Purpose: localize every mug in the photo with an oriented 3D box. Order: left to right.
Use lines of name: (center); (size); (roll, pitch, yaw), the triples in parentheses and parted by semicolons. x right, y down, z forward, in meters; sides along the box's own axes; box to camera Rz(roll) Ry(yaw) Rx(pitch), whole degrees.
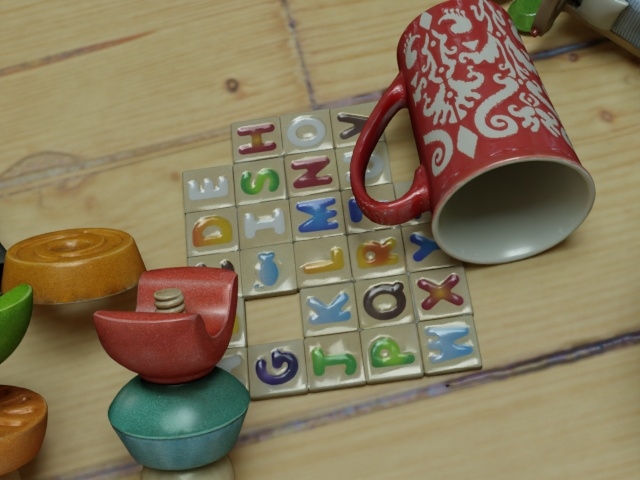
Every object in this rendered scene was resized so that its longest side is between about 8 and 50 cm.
mug: (0.099, -0.085, 0.833); (0.150, 0.113, 0.169); (3, 51, -19)

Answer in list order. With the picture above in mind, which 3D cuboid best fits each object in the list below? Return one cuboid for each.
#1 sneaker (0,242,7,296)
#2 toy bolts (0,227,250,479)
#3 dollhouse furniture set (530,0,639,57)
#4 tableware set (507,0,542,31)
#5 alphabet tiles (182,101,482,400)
sneaker: (-0.334, 0.031, 0.837); (0.222, 0.083, 0.118); (-32, 60, -14)
toy bolts: (-0.145, 0.097, 0.773); (0.228, 0.159, 0.218); (3, 17, 20)
dollhouse furniture set: (0.252, -0.205, 0.836); (0.129, 0.184, 0.129); (34, 68, 11)
tableware set: (0.160, -0.237, 0.980); (0.104, 0.024, 0.154); (-33, 61, -10)
alphabet tiles: (0.000, 0.000, 0.858); (0.198, 0.009, 0.237); (-8, 58, 2)
